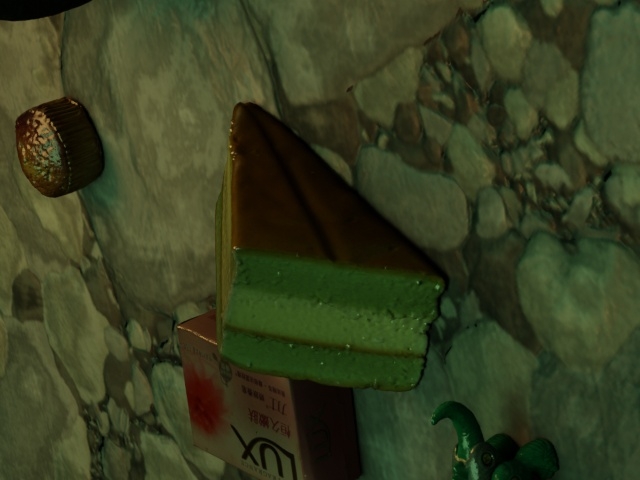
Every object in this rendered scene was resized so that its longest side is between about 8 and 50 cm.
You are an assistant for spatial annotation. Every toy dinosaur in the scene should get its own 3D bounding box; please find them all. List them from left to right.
[{"bbox_3d":[0.099,0.161,1.067,0.059,0.096,0.132,-2,108,53],"label":"toy dinosaur"}]

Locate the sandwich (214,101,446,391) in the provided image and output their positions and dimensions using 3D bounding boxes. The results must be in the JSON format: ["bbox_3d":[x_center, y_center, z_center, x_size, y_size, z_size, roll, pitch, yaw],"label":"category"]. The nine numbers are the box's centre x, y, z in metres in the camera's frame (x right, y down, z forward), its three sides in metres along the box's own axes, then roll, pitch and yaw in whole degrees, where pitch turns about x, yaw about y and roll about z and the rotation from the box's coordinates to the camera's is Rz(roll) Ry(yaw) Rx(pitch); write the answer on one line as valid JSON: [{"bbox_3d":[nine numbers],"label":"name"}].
[{"bbox_3d":[0.000,0.000,1.193,0.187,0.144,0.117,-94,13,-49],"label":"sandwich"}]

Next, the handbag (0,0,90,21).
[{"bbox_3d":[-0.245,-0.299,1.228,0.181,0.181,0.254,37,132,35],"label":"handbag"}]

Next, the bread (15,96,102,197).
[{"bbox_3d":[-0.226,-0.077,1.425,0.085,0.053,0.085,29,129,43],"label":"bread"}]

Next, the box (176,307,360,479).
[{"bbox_3d":[-0.041,0.120,1.271,0.156,0.060,0.111,18,123,50],"label":"box"}]
